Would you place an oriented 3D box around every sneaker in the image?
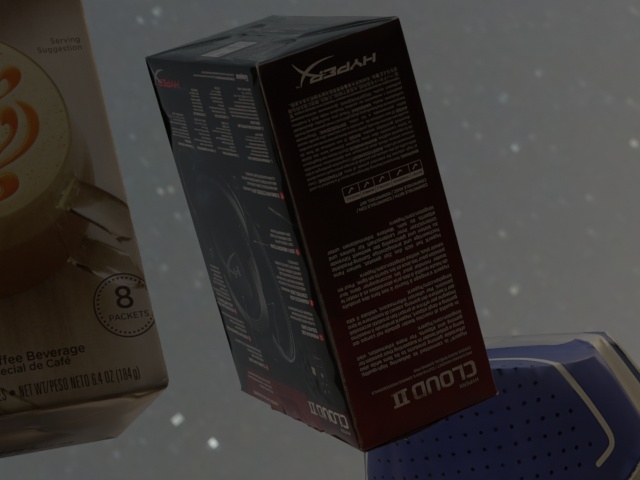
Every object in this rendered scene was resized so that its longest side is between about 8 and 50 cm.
[{"bbox_3d":[0.088,0.200,0.713,0.182,0.127,0.316,-54,-46,-67],"label":"sneaker"}]

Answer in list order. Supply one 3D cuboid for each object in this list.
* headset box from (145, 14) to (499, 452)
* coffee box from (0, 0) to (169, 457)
[{"bbox_3d":[0.000,0.000,0.371,0.032,0.062,0.083,-22,-76,-20],"label":"headset box"},{"bbox_3d":[-0.169,-0.030,0.835,0.141,0.247,0.098,-9,-16,-22],"label":"coffee box"}]
